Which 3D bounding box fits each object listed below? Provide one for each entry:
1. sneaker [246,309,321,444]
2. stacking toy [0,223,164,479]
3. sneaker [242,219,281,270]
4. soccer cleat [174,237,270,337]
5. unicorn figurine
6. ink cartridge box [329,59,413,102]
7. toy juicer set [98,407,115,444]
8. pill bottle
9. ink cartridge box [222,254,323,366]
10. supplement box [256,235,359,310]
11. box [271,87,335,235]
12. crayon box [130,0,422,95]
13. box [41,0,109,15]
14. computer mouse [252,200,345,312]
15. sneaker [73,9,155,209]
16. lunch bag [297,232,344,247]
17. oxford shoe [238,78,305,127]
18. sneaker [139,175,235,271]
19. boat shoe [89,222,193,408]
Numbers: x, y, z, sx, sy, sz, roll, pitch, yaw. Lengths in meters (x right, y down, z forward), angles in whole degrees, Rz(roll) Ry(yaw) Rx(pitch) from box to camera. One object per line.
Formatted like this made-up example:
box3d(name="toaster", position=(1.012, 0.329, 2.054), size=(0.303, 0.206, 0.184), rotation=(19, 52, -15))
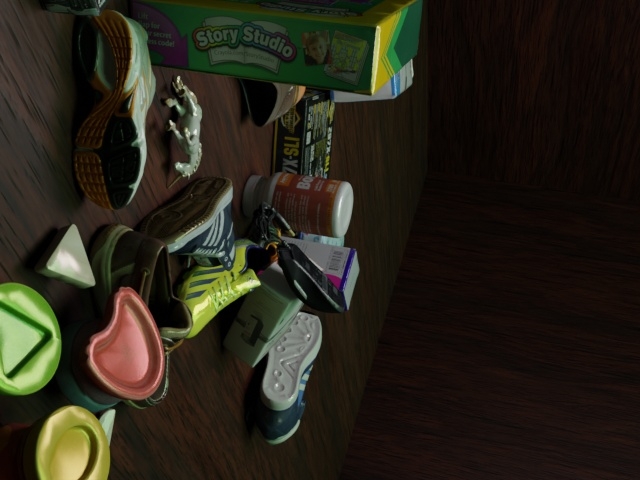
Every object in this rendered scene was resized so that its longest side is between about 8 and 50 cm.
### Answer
box3d(name="sneaker", position=(-0.089, 0.361, 2.064), size=(0.323, 0.130, 0.236), rotation=(-71, 173, -47))
box3d(name="stacking toy", position=(-0.354, 0.158, 1.033), size=(0.279, 0.130, 0.309), rotation=(63, 27, -22))
box3d(name="sneaker", position=(-0.118, 0.006, 1.767), size=(0.215, 0.083, 0.084), rotation=(-62, 156, -53))
box3d(name="soccer cleat", position=(-0.180, 0.081, 1.502), size=(0.289, 0.121, 0.093), rotation=(-59, 153, -55))
box3d(name="unicorn figurine", position=(-0.218, -0.174, 1.310), size=(0.111, 0.060, 0.162), rotation=(58, 45, -68))
box3d(name="ink cartridge box", position=(0.126, -0.509, 2.034), size=(0.395, 0.166, 0.285), rotation=(-50, 136, -71))
box3d(name="toy juicer set", position=(-0.352, 0.406, 1.132), size=(0.329, 0.089, 0.209), rotation=(-46, 143, -66))
box3d(name="pill bottle", position=(-0.048, -0.079, 1.706), size=(0.121, 0.216, 0.121), rotation=(10, 90, -76))
box3d(name="ink cartridge box", position=(-0.102, 0.141, 1.708), size=(0.158, 0.092, 0.218), rotation=(-43, 168, -50))
box3d(name="supplement box", position=(-0.033, 0.072, 1.858), size=(0.114, 0.220, 0.111), rotation=(76, 28, -60))
box3d(name="box", position=(-0.040, -0.197, 1.938), size=(0.257, 0.079, 0.322), rotation=(-48, 145, -68))
box3d(name="crayon box", position=(-0.053, -0.323, 1.238), size=(0.313, 0.363, 0.106), rotation=(-53, 149, -60))
box3d(name="box", position=(-0.260, -0.453, 0.940), size=(0.242, 0.076, 0.307), rotation=(80, 24, -52))
box3d(name="computer mouse", position=(-0.056, 0.040, 1.607), size=(0.262, 0.060, 0.184), rotation=(46, 14, -21))
box3d(name="sneaker", position=(-0.261, -0.173, 1.091), size=(0.121, 0.099, 0.262), rotation=(-48, 146, -72))
box3d(name="lunch bag", position=(0.000, 0.000, 2.191), size=(0.219, 0.090, 0.176), rotation=(81, 22, -50))
box3d(name="oxford shoe", position=(-0.098, -0.375, 1.516), size=(0.363, 0.130, 0.132), rotation=(83, 30, -44))
box3d(name="sneaker", position=(-0.214, 0.005, 1.370), size=(0.282, 0.099, 0.153), rotation=(-57, 152, -62))
box3d(name="boat shoe", position=(-0.258, 0.132, 1.237), size=(0.123, 0.123, 0.342), rotation=(-59, 154, -54))
